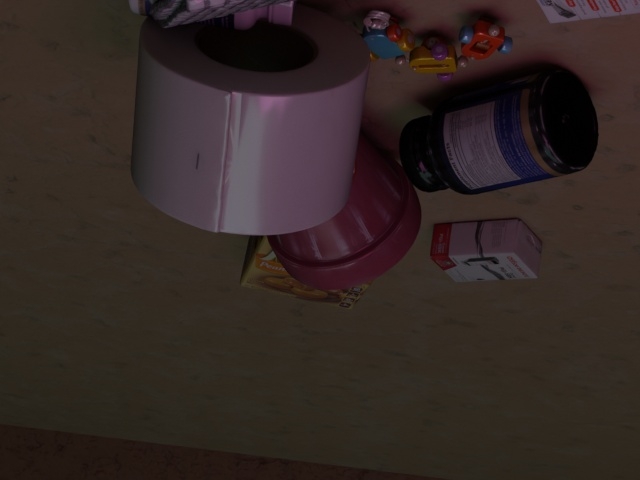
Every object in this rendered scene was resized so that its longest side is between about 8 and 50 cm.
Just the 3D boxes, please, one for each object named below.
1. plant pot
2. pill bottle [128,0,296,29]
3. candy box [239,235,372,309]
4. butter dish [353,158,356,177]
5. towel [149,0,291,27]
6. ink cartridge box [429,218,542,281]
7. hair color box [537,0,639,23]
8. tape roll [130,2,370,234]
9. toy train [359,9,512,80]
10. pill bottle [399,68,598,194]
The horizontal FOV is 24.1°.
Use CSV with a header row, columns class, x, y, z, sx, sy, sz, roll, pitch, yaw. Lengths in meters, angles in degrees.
class,x,y,z,sx,sy,sz,roll,pitch,yaw
plant pot,0.009,-0.066,1.906,0.201,0.201,0.180,-1,144,23
pill bottle,-0.108,-0.269,1.555,0.169,0.094,0.094,9,158,1
candy box,0.000,0.000,2.194,0.183,0.087,0.316,12,158,-8
butter dish,-0.026,-0.156,1.793,0.160,0.118,0.160,-1,115,23
towel,-0.045,-0.269,1.310,0.235,0.121,0.284,-14,-173,-8
ink cartridge box,0.241,0.016,2.182,0.135,0.056,0.099,-4,154,30
hair color box,0.291,-0.265,1.467,0.167,0.053,0.093,-4,156,26
tape roll,-0.077,-0.138,1.603,0.246,0.246,0.169,9,123,1
toy train,0.119,-0.228,1.642,0.166,0.046,0.125,11,156,-12
pill bottle,0.205,-0.121,1.767,0.219,0.122,0.123,-11,151,42
